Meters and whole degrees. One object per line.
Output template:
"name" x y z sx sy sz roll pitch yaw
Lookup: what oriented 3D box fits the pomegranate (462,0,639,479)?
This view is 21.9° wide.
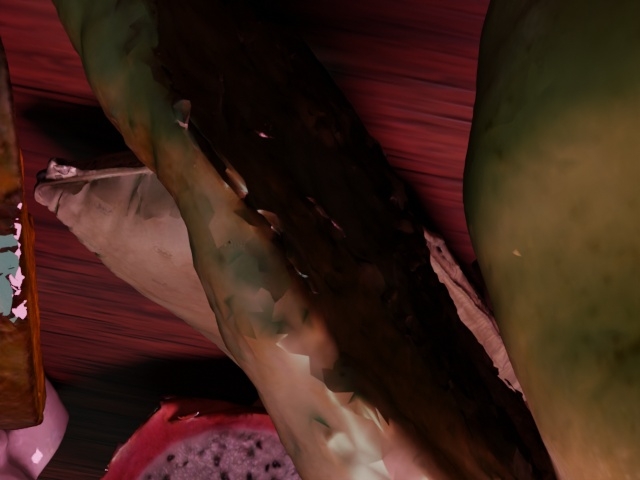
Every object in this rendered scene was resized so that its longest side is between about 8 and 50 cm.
"pomegranate" 0.199 -0.008 0.470 0.332 0.333 0.332 7 154 3

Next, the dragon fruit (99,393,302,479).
"dragon fruit" -0.006 0.248 1.103 0.305 0.305 0.226 -8 165 30

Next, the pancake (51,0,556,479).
"pancake" 0.002 -0.001 0.562 0.065 0.356 0.356 -32 145 3

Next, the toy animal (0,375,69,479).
"toy animal" -0.329 0.151 1.074 0.265 0.272 0.206 31 123 -15

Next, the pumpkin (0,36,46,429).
"pumpkin" -0.225 0.023 0.825 0.169 0.148 0.312 -7 152 -12

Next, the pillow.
"pillow" -0.004 0.027 0.875 0.185 0.075 0.302 -4 152 24
